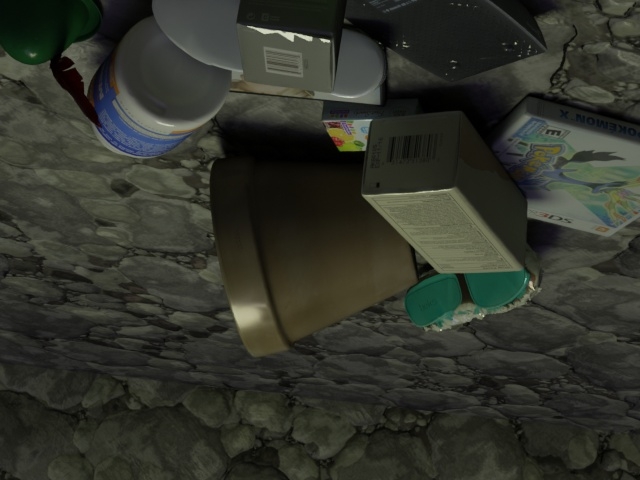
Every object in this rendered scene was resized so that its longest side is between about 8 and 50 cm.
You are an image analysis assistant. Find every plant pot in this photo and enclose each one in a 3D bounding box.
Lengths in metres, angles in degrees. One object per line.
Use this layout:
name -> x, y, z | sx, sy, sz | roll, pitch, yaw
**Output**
plant pot -> 0.000, 0.000, 1.961 | 0.280, 0.323, 0.323 | -12, 156, 7

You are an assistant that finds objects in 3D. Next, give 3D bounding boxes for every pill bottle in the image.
pill bottle -> -0.228, -0.195, 1.672 | 0.152, 0.152, 0.272 | 16, 166, -20

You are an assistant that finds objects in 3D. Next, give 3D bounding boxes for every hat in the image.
hat -> -0.380, -0.231, 1.600 | 0.173, 0.184, 0.208 | 23, 156, -30

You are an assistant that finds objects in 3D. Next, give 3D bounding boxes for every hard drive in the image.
hard drive -> 0.133, -0.276, 1.474 | 0.254, 0.054, 0.172 | 26, 153, -38

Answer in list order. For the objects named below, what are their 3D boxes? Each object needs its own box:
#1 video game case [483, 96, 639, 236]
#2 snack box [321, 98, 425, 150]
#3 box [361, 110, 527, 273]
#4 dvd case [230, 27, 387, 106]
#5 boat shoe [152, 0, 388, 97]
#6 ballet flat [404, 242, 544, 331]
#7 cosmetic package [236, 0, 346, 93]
video game case -> 0.376, -0.100, 1.864 | 0.300, 0.036, 0.329 | 13, 159, -12
snack box -> 0.082, -0.166, 1.804 | 0.141, 0.037, 0.100 | 1, 159, 18
box -> 0.189, -0.061, 1.817 | 0.148, 0.121, 0.311 | -3, 157, 25
dvd case -> -0.037, -0.239, 1.681 | 0.253, 0.022, 0.180 | 6, 159, 6
boat shoe -> -0.058, -0.255, 1.545 | 0.301, 0.108, 0.102 | 17, -168, 5
ballet flat -> 0.295, 0.065, 2.245 | 0.147, 0.147, 0.409 | 17, 160, -22
cosmetic package -> -0.018, -0.284, 1.260 | 0.107, 0.238, 0.127 | 9, 162, 5
